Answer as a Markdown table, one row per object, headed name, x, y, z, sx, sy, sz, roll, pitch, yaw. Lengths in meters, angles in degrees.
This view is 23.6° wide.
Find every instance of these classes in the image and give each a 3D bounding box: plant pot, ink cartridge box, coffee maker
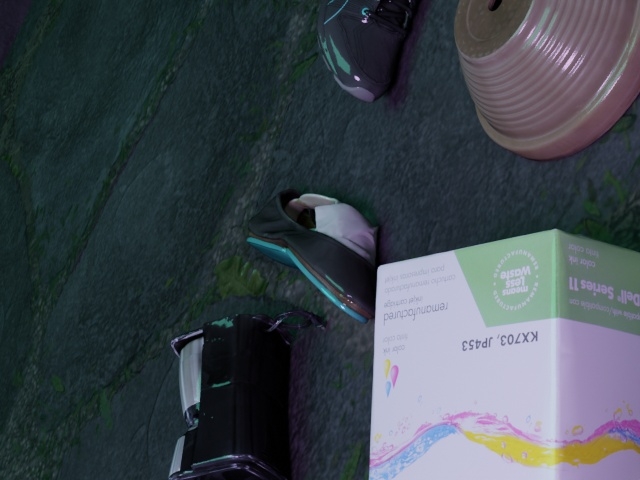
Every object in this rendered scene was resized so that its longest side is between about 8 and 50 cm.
| name | x | y | z | sx | sy | sz | roll | pitch | yaw |
| --- | --- | --- | --- | --- | --- | --- | --- | --- | --- |
| plant pot | 0.203 | -0.201 | 1.431 | 0.237 | 0.109 | 0.237 | -35 | 45 | 44 |
| ink cartridge box | 0.143 | 0.186 | 1.185 | 0.207 | 0.119 | 0.353 | -14 | 68 | 48 |
| coffee maker | -0.084 | 0.176 | 1.634 | 0.171 | 0.120 | 0.178 | -37 | 43 | 40 |

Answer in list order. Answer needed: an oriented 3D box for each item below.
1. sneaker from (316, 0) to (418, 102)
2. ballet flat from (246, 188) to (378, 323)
| name | x | y | z | sx | sy | sz | roll | pitch | yaw |
| --- | --- | --- | --- | --- | --- | --- | --- | --- | --- |
| sneaker | 0.065 | -0.281 | 1.707 | 0.106 | 0.101 | 0.267 | -26 | 51 | 46 |
| ballet flat | 0.000 | 0.000 | 1.645 | 0.096 | 0.095 | 0.280 | -55 | 31 | -1 |
